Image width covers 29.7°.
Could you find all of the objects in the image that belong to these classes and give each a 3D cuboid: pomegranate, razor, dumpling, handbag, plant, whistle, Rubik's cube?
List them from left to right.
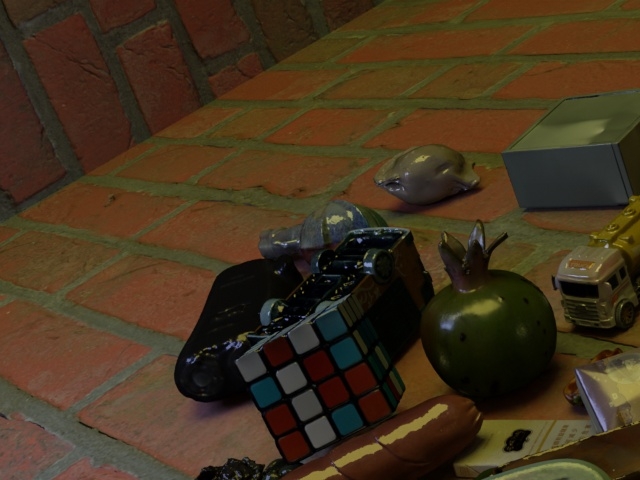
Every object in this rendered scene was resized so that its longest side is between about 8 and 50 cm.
[{"bbox_3d":[-0.121,0.139,1.928,0.189,0.107,0.327,-18,21,13],"label":"razor"},{"bbox_3d":[-0.085,0.311,1.523,0.174,0.085,0.087,-9,29,14],"label":"plant"},{"bbox_3d":[0.000,0.001,2.141,0.142,0.134,0.346,-40,17,-30],"label":"whistle"},{"bbox_3d":[0.002,0.172,1.534,0.155,0.151,0.154,-29,-2,9],"label":"Rubik's cube"},{"bbox_3d":[0.200,-0.128,2.254,0.199,0.118,0.136,5,29,9],"label":"dumpling"},{"bbox_3d":[0.210,0.090,1.569,0.181,0.224,0.181,-17,14,4],"label":"pomegranate"},{"bbox_3d":[0.389,0.174,1.370,0.173,0.095,0.117,-21,54,5],"label":"handbag"}]

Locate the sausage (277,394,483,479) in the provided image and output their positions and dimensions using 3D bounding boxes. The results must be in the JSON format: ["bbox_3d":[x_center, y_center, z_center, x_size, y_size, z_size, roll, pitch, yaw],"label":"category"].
[{"bbox_3d":[0.000,0.303,1.445,0.433,0.088,0.088,-27,22,-5],"label":"sausage"}]

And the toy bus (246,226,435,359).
[{"bbox_3d":[0.042,0.111,1.763,0.138,0.167,0.275,-2,34,43],"label":"toy bus"}]

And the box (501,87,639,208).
[{"bbox_3d":[0.468,-0.155,2.039,0.225,0.117,0.225,-1,29,44],"label":"box"}]

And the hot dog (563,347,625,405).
[{"bbox_3d":[0.345,0.172,1.501,0.122,0.037,0.049,-32,11,-37],"label":"hot dog"}]

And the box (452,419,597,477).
[{"bbox_3d":[0.247,0.246,1.428,0.167,0.024,0.090,-6,26,36],"label":"box"}]

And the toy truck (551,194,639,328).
[{"bbox_3d":[0.418,0.024,1.665,0.227,0.114,0.098,-37,26,-31],"label":"toy truck"}]

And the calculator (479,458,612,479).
[{"bbox_3d":[0.210,0.311,1.170,0.295,0.042,0.184,-19,60,13],"label":"calculator"}]

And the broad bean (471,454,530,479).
[{"bbox_3d":[0.127,0.304,1.377,0.254,0.046,0.065,-20,37,10],"label":"broad bean"}]

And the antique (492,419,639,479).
[{"bbox_3d":[0.342,0.246,1.254,0.310,0.087,0.093,-20,20,8],"label":"antique"}]
